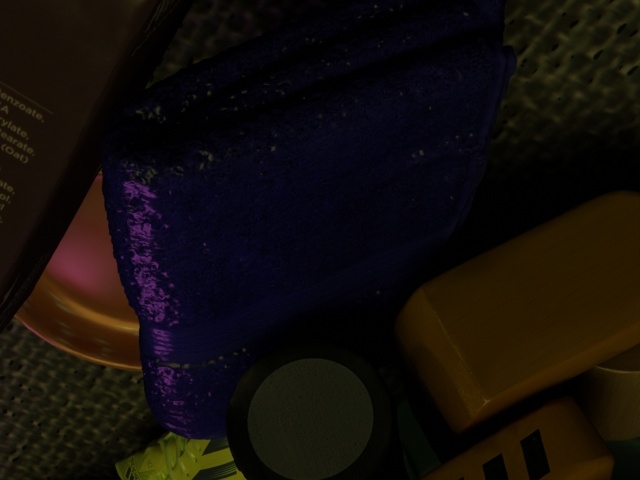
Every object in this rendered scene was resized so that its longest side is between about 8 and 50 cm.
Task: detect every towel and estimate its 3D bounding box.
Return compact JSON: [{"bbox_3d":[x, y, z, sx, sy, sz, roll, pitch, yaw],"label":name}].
[{"bbox_3d":[0.000,0.000,0.747,0.228,0.076,0.308,-28,152,-16],"label":"towel"}]

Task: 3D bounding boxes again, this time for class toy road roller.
[{"bbox_3d":[0.121,0.150,0.788,0.329,0.240,0.202,-29,154,-7],"label":"toy road roller"}]

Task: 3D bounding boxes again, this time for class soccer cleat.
[{"bbox_3d":[-0.100,0.179,1.041,0.121,0.093,0.289,16,135,-3],"label":"soccer cleat"}]

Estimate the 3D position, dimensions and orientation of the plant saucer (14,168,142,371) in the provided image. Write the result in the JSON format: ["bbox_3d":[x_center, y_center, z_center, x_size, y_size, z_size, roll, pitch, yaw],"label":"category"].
[{"bbox_3d":[-0.133,0.014,0.923,0.200,0.037,0.200,5,135,5],"label":"plant saucer"}]

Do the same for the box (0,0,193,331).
[{"bbox_3d":[-0.183,-0.068,0.714,0.143,0.191,0.381,31,129,-5],"label":"box"}]

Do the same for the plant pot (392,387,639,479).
[{"bbox_3d":[0.182,0.309,0.981,0.341,0.341,0.334,-5,141,13],"label":"plant pot"}]
